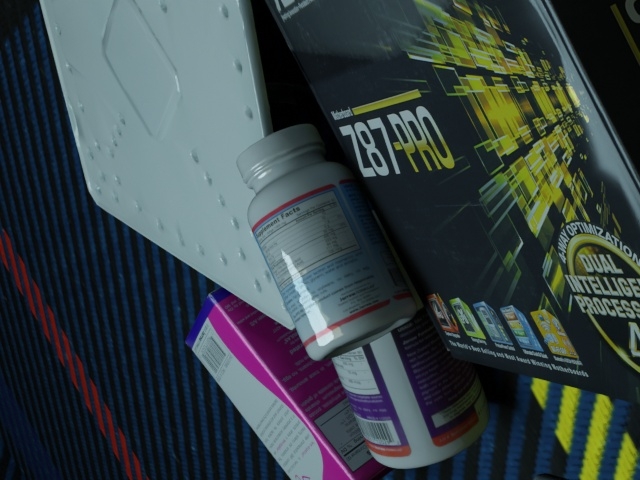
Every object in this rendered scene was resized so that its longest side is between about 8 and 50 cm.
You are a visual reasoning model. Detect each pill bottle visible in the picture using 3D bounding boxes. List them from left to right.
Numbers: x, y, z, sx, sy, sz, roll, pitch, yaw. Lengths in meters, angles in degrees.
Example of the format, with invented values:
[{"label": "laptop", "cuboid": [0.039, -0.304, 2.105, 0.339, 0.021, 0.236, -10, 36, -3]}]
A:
[{"label": "pill bottle", "cuboid": [0.000, 0.000, 0.940, 0.160, 0.087, 0.087, 65, 152, 11]}, {"label": "pill bottle", "cuboid": [0.059, 0.077, 1.045, 0.108, 0.108, 0.193, 6, 123, 55]}]

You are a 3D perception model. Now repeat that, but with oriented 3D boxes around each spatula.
[{"label": "spatula", "cuboid": [-0.038, -0.122, 1.082, 0.296, 0.030, 0.084, 16, 129, 50]}]

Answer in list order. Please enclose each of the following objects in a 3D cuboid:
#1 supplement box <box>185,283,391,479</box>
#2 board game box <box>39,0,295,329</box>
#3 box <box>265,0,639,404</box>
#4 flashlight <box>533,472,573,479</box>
[{"label": "supplement box", "cuboid": [-0.010, 0.132, 1.200, 0.220, 0.114, 0.111, 52, 150, 12]}, {"label": "board game box", "cuboid": [-0.139, -0.159, 1.129, 0.390, 0.050, 0.390, 28, 136, 49]}, {"label": "box", "cuboid": [0.111, -0.068, 0.750, 0.318, 0.097, 0.395, 64, 167, -8]}, {"label": "flashlight", "cuboid": [0.268, 0.239, 0.806, 0.304, 0.103, 0.103, 7, 130, 31]}]
